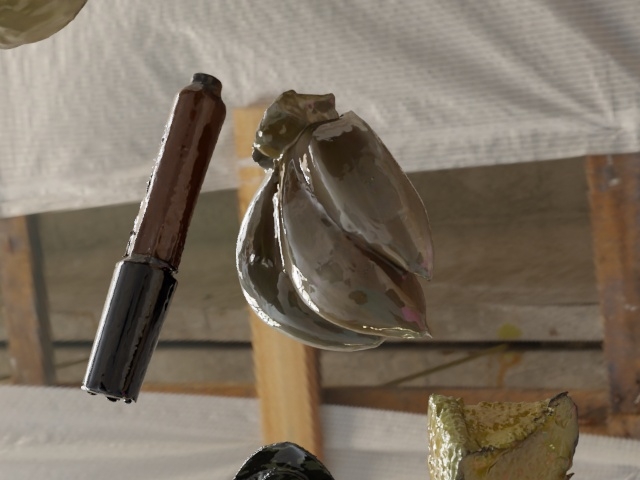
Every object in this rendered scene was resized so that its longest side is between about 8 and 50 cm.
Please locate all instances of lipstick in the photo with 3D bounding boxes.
[{"bbox_3d":[-0.189,-0.010,1.476,0.077,0.077,0.418,1,-114,33],"label":"lipstick"}]

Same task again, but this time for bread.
[{"bbox_3d":[0.198,0.234,1.292,0.160,0.169,0.140,-2,-73,-2],"label":"bread"}]

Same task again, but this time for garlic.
[{"bbox_3d":[0.001,0.000,1.462,0.279,0.132,0.325,-49,-126,47],"label":"garlic"}]

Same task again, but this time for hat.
[{"bbox_3d":[-0.039,0.241,1.133,0.121,0.050,0.121,1,-89,24],"label":"hat"}]

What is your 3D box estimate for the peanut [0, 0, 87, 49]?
[{"bbox_3d":[-0.204,-0.158,0.481,0.257,0.123,0.123,32,-64,-4],"label":"peanut"}]
